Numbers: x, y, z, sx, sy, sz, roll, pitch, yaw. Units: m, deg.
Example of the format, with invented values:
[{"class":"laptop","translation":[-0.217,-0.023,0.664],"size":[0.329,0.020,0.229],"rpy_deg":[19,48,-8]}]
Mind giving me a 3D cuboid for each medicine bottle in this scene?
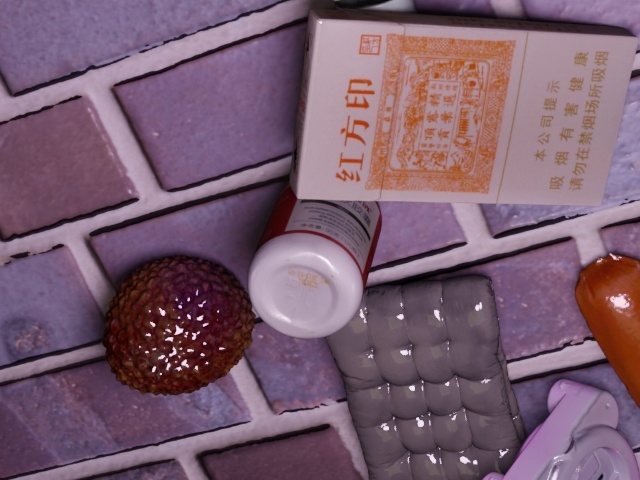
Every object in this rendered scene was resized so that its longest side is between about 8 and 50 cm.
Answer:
[{"class":"medicine bottle","translation":[0.000,0.000,1.615],"size":[0.131,0.250,0.131],"rpy_deg":[5,121,9]}]

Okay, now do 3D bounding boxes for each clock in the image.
[{"class":"clock","translation":[0.316,0.326,1.763],"size":[0.090,0.227,0.248],"rpy_deg":[15,144,45]}]

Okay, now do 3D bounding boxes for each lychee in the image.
[{"class":"lychee","translation":[-0.184,0.113,1.762],"size":[0.188,0.188,0.188],"rpy_deg":[5,120,9]}]

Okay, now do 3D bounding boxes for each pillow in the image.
[{"class":"pillow","translation":[0.143,0.193,1.788],"size":[0.228,0.101,0.326],"rpy_deg":[-7,116,16]}]

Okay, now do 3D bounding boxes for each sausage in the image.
[{"class":"sausage","translation":[0.424,0.167,1.717],"size":[0.097,0.094,0.348],"rpy_deg":[-28,110,20]}]

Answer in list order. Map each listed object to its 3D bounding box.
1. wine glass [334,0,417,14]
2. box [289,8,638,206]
[{"class":"wine glass","translation":[0.085,-0.173,1.587],"size":[0.103,0.103,0.231],"rpy_deg":[-9,116,16]},{"class":"box","translation":[0.155,-0.141,1.530],"size":[0.365,0.051,0.205],"rpy_deg":[1,115,-15]}]
